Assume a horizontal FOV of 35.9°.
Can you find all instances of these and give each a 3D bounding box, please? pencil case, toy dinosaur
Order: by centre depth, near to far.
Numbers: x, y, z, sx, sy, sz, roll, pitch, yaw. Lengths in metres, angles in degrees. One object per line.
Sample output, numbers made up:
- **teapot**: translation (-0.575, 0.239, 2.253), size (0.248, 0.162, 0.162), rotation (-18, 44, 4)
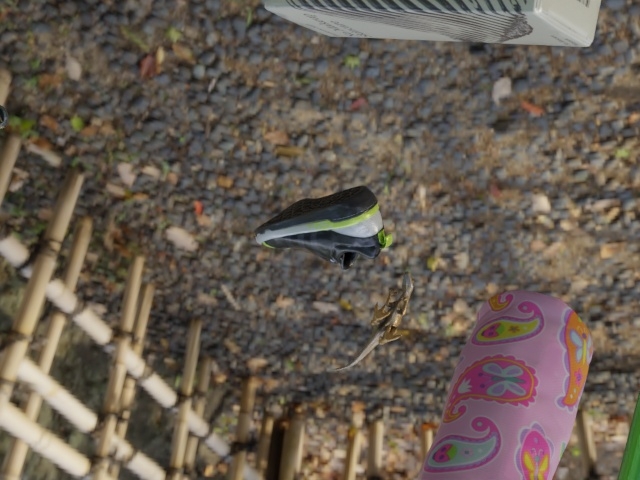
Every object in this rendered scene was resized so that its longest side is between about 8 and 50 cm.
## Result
- **pencil case**: translation (0.154, 0.178, 0.871), size (0.124, 0.284, 0.124), rotation (18, 142, 15)
- **toy dinosaur**: translation (0.103, 0.150, 1.641), size (0.064, 0.211, 0.112), rotation (38, 178, 9)

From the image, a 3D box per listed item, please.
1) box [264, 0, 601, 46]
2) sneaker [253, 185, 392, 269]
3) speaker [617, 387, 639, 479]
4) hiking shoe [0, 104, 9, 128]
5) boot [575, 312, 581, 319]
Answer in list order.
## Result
- **box**: translation (0.092, -0.225, 0.838), size (0.275, 0.094, 0.113), rotation (11, -178, 40)
- **sneaker**: translation (0.000, 0.000, 1.261), size (0.235, 0.084, 0.097), rotation (-10, 111, 55)
- **speaker**: translation (0.218, 0.126, 0.512), size (0.131, 0.296, 0.131), rotation (14, 180, 0)
- **hiking shoe**: translation (-0.323, 0.003, 0.561), size (0.132, 0.113, 0.304), rotation (41, 100, 2)
- **boot**: translation (0.274, 0.119, 1.152), size (0.042, 0.118, 0.087), rotation (18, 116, -10)
